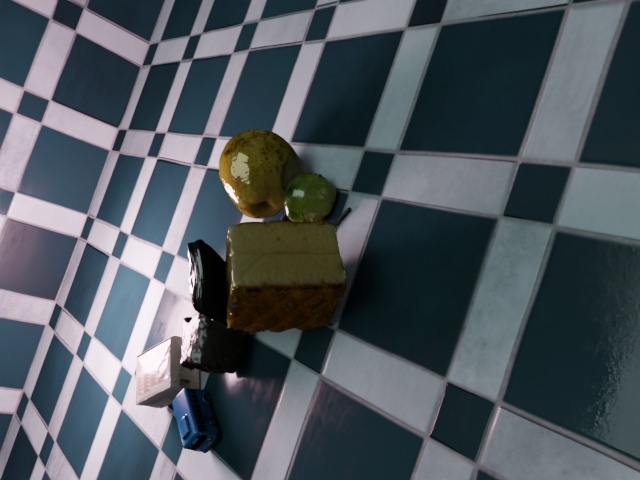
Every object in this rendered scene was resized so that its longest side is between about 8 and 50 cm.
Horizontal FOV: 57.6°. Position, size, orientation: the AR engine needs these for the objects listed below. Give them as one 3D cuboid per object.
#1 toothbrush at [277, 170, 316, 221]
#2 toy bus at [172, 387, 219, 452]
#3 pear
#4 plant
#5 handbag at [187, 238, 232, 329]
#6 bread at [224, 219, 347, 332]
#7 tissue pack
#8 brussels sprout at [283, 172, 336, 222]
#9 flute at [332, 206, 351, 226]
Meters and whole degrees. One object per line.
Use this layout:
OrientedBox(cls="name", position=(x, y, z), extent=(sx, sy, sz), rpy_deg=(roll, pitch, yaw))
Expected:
OrientedBox(cls="toothbrush", position=(-0.096, -0.097, 1.823), extent=(0.288, 0.024, 0.026), rpy_deg=(-52, 56, 17))
OrientedBox(cls="toy bus", position=(-0.388, 0.555, 1.801), extent=(0.090, 0.106, 0.184), rpy_deg=(-50, 43, 18))
OrientedBox(cls="pear", position=(-0.190, -0.202, 1.797), extent=(0.271, 0.271, 0.271), rpy_deg=(-22, 58, 41))
OrientedBox(cls="plant", position=(-0.322, 0.265, 1.785), extent=(0.188, 0.199, 0.276), rpy_deg=(-12, 63, 52))
OrientedBox(cls="handbag", position=(-0.287, 0.126, 1.566), extent=(0.075, 0.332, 0.191), rpy_deg=(-11, 71, 2))
OrientedBox(cls="bread", position=(-0.101, 0.095, 1.481), extent=(0.279, 0.279, 0.207), rpy_deg=(106, 159, -60))
OrientedBox(cls="tissue pack", position=(-0.522, 0.449, 1.982), extent=(0.225, 0.124, 0.185), rpy_deg=(-32, 52, 36))
OrientedBox(cls="brussels sprout", position=(-0.040, -0.126, 1.694), extent=(0.149, 0.122, 0.151), rpy_deg=(-41, 46, 33))
OrientedBox(cls="flute", position=(0.000, 0.000, 1.679), extent=(0.269, 0.014, 0.014), rpy_deg=(-48, 44, 24))
